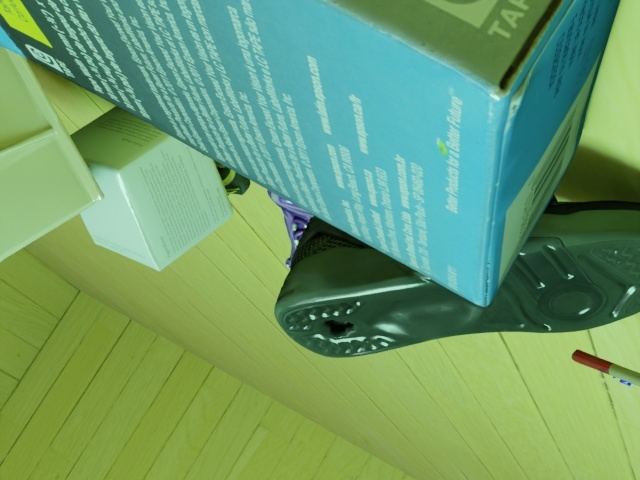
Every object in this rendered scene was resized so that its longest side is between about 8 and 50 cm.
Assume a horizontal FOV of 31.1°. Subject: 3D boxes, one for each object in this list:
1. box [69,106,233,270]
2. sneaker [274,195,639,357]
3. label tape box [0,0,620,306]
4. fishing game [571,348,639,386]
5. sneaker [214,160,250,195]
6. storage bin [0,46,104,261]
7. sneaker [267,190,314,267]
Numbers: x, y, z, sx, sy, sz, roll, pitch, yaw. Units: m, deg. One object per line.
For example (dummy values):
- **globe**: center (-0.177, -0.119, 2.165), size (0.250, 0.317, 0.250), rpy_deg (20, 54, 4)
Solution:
- **box**: center (-0.144, -0.047, 0.937), size (0.101, 0.087, 0.102), rpy_deg (19, 137, 44)
- **sneaker**: center (0.088, -0.013, 0.623), size (0.227, 0.130, 0.087), rpy_deg (-10, 140, 30)
- **label tape box**: center (-0.053, -0.120, 0.459), size (0.333, 0.106, 0.240), rpy_deg (29, 168, 13)
- **fishing game**: center (0.297, 0.130, 0.729), size (0.264, 0.041, 0.189), rpy_deg (28, 177, -20)
- **sneaker**: center (-0.091, -0.052, 0.990), size (0.035, 0.031, 0.083), rpy_deg (35, 169, -33)
- **storage bin**: center (-0.308, -0.105, 0.907), size (0.260, 0.123, 0.262), rpy_deg (61, 161, -10)
- **sneaker**: center (0.000, 0.000, 0.883), size (0.068, 0.071, 0.170), rpy_deg (25, 165, 29)
